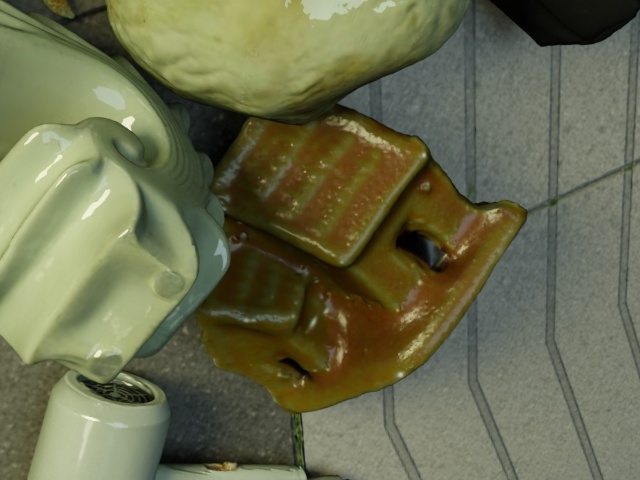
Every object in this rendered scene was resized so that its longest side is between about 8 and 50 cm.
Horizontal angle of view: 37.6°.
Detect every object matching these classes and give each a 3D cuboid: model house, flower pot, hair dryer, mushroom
[{"bbox_3d":[-0.003,0.010,0.813,0.239,0.173,0.268,38,84,-32],"label":"model house"},{"bbox_3d":[-0.239,-0.069,0.607,0.368,0.254,0.164,27,113,-30],"label":"flower pot"},{"bbox_3d":[-0.101,0.223,0.891,0.357,0.107,0.173,11,101,-39],"label":"hair dryer"},{"bbox_3d":[-0.030,-0.166,0.677,0.267,0.189,0.164,13,100,-21],"label":"mushroom"}]

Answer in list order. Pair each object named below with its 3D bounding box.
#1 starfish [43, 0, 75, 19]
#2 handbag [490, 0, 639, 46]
[{"bbox_3d":[-0.201,-0.356,0.657,0.358,0.078,0.347,19,94,-31],"label":"starfish"},{"bbox_3d":[0.149,-0.356,0.801,0.342,0.152,0.288,20,80,-32],"label":"handbag"}]
